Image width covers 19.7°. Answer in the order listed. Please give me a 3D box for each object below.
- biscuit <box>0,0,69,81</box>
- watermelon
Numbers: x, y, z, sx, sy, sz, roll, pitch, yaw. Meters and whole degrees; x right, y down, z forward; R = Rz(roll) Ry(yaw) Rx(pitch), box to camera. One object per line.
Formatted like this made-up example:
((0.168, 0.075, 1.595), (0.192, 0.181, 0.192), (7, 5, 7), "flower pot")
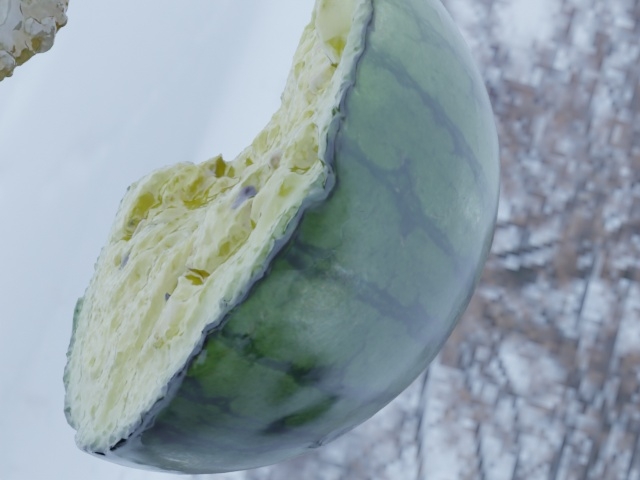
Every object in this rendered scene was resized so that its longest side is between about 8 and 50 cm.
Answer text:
((-0.232, -0.164, 0.973), (0.033, 0.220, 0.220), (-51, -163, 44), "biscuit")
((0.000, 0.000, 1.067), (0.331, 0.189, 0.331), (-52, -154, 39), "watermelon")
